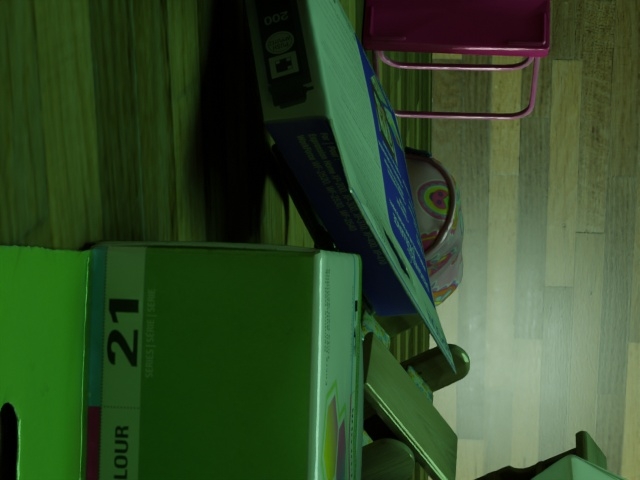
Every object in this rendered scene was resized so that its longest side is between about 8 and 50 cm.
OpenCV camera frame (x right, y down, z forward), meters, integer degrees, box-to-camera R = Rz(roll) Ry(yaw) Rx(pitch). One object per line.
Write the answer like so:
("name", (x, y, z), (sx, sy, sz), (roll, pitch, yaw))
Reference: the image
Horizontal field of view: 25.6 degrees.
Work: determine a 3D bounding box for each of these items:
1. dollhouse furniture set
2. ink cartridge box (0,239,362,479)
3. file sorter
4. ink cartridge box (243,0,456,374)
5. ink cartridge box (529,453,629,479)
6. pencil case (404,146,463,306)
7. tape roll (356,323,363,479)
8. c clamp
("dollhouse furniture set", (0.124, 0.178, 1.236), (0.242, 0.161, 0.212), (51, 26, -24))
("ink cartridge box", (-0.046, 0.094, 0.522), (0.255, 0.097, 0.189), (9, 82, -83))
("file sorter", (0.162, -0.306, 1.658), (0.182, 0.202, 0.291), (83, 11, -66))
("ink cartridge box", (0.015, -0.048, 0.814), (0.206, 0.045, 0.208), (58, 17, -52))
("ink cartridge box", (0.062, 0.257, 0.604), (0.283, 0.117, 0.207), (-45, -154, 38))
("pencil case", (0.090, -0.005, 1.485), (0.284, 0.124, 0.124), (62, 31, -74))
("tape roll", (-0.020, 0.128, 0.821), (0.219, 0.072, 0.219), (1, 90, -82))
("c clamp", (0.000, 0.000, 0.963), (0.137, 0.022, 0.161), (60, 0, 8))
